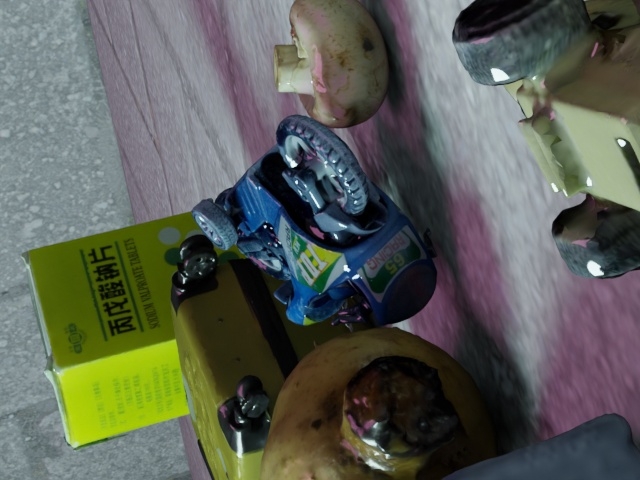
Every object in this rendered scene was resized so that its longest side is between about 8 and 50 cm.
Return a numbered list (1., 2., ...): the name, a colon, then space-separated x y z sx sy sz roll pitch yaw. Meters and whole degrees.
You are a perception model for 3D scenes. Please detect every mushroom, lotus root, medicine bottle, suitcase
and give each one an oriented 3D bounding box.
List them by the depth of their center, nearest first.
1. lotus root: 0.034 0.150 0.908 0.284 0.146 0.160 94 166 -60
2. mushroom: 0.005 -0.108 0.909 0.083 0.067 0.083 171 90 -81
3. suitcase: -0.023 0.123 1.179 0.194 0.143 0.235 -117 16 -44
4. medicine bottle: -0.124 0.069 1.332 0.141 0.250 0.137 94 158 -55

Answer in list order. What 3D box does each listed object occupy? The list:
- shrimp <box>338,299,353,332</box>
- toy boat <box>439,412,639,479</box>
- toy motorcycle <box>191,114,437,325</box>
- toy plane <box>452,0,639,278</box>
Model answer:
1. shrimp: 0.002 -0.006 1.099 0.056 0.065 0.165 23 -143 -61
2. toy boat: 0.088 0.164 0.725 0.283 0.127 0.078 92 154 -64
3. toy motorcycle: 0.000 0.000 0.943 0.135 0.092 0.254 48 162 -2
4. toy plane: 0.106 -0.041 0.438 0.242 0.104 0.256 62 180 -20
